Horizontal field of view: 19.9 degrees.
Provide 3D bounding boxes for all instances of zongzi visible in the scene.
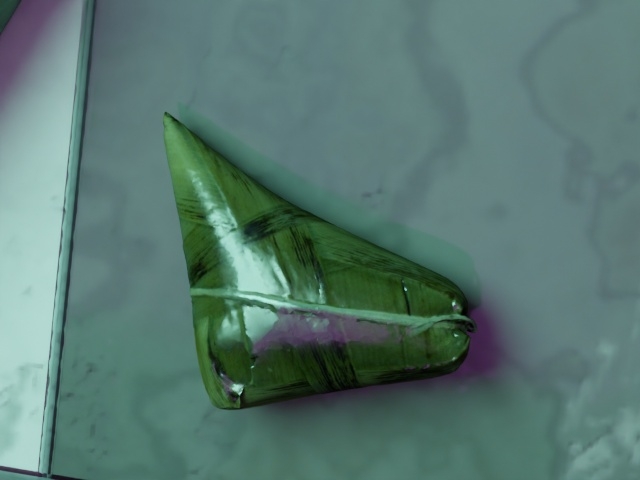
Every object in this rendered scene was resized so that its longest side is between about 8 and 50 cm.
[{"bbox_3d":[0.000,0.000,0.672,0.104,0.052,0.113,-9,88,1],"label":"zongzi"}]

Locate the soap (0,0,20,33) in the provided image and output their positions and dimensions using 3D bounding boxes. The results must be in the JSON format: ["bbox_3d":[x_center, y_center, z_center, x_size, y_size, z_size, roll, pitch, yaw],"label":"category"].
[{"bbox_3d":[-0.246,-0.124,0.650,0.265,0.087,0.160,34,104,-2],"label":"soap"}]
